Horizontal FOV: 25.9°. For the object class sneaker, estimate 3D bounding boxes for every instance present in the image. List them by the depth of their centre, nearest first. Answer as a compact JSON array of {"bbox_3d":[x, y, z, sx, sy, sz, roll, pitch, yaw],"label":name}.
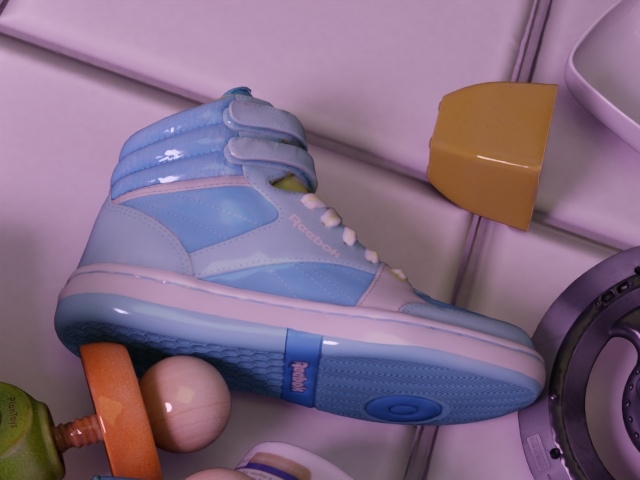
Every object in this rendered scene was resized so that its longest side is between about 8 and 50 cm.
[{"bbox_3d":[0.000,0.000,0.928,0.319,0.127,0.208,12,60,-6],"label":"sneaker"}]

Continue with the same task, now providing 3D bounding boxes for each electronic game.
[{"bbox_3d":[0.246,0.111,0.921,0.229,0.048,0.229,-2,77,9],"label":"electronic game"}]

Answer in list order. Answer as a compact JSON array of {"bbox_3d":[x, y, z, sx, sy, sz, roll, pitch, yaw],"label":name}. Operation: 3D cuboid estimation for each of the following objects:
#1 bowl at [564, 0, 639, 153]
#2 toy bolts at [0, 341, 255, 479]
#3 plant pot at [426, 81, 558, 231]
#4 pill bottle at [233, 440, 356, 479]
[{"bbox_3d":[0.270,-0.123,1.097,0.142,0.053,0.142,41,62,12],"label":"bowl"},{"bbox_3d":[-0.120,0.103,0.755,0.159,0.218,0.228,-16,39,-9],"label":"toy bolts"},{"bbox_3d":[0.123,-0.068,1.021,0.083,0.081,0.081,12,59,7],"label":"plant pot"},{"bbox_3d":[-0.047,0.219,0.801,0.112,0.112,0.186,35,60,9],"label":"pill bottle"}]
